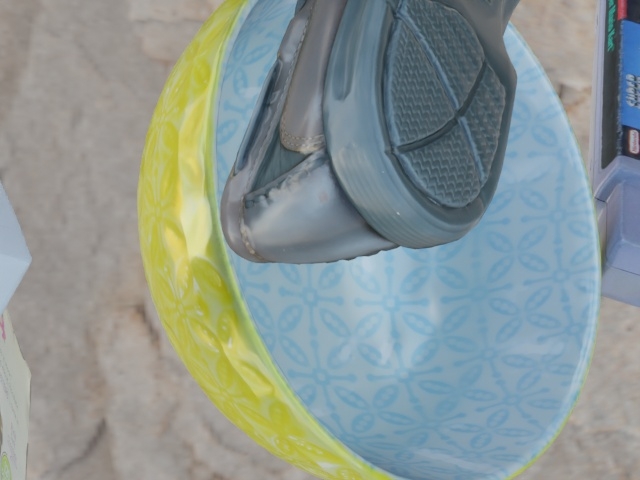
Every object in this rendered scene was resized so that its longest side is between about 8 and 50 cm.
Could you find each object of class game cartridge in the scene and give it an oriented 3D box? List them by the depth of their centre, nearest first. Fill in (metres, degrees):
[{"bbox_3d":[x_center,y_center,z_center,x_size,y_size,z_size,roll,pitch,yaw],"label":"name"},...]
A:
[{"bbox_3d":[0.282,-0.063,1.181,0.230,0.355,0.068,20,128,-7],"label":"game cartridge"}]

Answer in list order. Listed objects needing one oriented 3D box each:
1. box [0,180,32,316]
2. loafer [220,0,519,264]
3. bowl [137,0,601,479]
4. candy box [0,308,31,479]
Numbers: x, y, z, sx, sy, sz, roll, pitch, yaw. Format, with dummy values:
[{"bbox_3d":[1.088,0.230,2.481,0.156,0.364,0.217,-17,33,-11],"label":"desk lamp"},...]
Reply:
[{"bbox_3d":[-0.173,0.000,0.665,0.087,0.101,0.102,-58,38,22],"label":"box"},{"bbox_3d":[0.027,-0.099,0.662,0.084,0.267,0.096,-20,125,35],"label":"loafer"},{"bbox_3d":[0.000,0.000,0.995,0.156,0.289,0.290,-17,82,43],"label":"bowl"},{"bbox_3d":[-0.176,0.093,0.795,0.070,0.165,0.196,-5,51,3],"label":"candy box"}]
